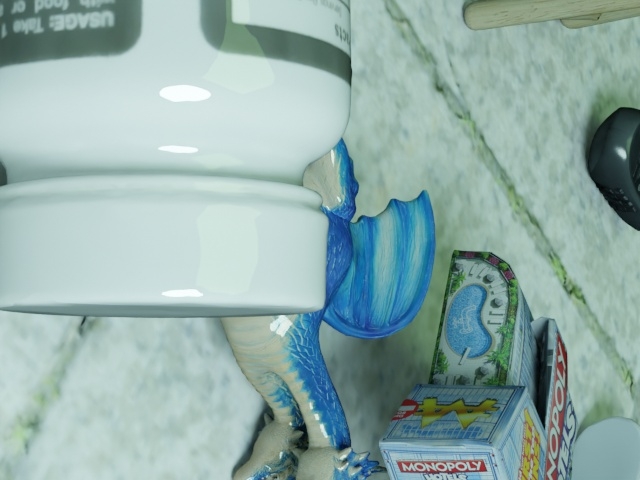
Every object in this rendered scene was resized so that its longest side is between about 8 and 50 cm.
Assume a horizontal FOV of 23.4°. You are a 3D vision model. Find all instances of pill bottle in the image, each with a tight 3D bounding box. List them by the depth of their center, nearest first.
[{"bbox_3d":[-0.068,-0.112,0.634,0.161,0.161,0.283,7,81,-53],"label":"pill bottle"}]

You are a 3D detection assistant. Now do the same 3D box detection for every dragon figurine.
[{"bbox_3d":[0.000,0.000,0.776,0.144,0.085,0.289,40,60,-47],"label":"dragon figurine"}]

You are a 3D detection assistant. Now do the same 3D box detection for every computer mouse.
[{"bbox_3d":[0.253,-0.025,1.175,0.242,0.041,0.071,48,58,-48],"label":"computer mouse"}]

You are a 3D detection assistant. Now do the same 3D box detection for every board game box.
[{"bbox_3d":[0.092,0.109,0.795,0.194,0.060,0.194,62,33,-49],"label":"board game box"}]

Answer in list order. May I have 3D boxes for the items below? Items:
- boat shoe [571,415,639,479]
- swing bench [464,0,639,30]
[{"bbox_3d":[0.189,0.230,1.027,0.076,0.080,0.228,49,42,-37],"label":"boat shoe"},{"bbox_3d":[0.218,-0.273,0.964,0.165,0.254,0.253,-13,97,-54],"label":"swing bench"}]
